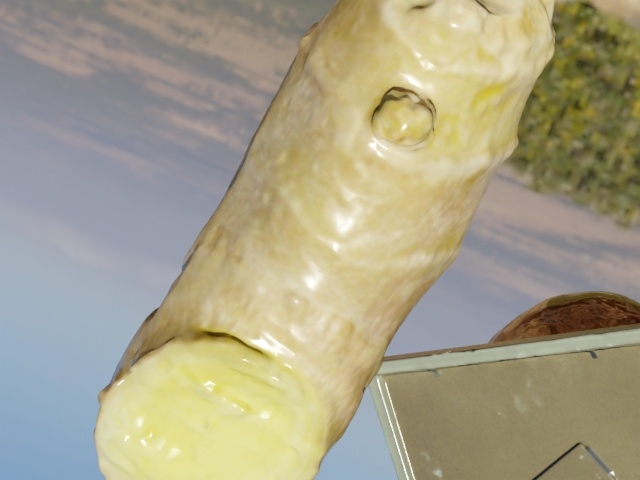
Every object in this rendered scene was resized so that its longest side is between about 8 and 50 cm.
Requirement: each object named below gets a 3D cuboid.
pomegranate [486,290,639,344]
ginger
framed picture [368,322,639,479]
[{"bbox_3d":[0.204,0.149,1.186,0.215,0.215,0.215,23,177,1],"label":"pomegranate"},{"bbox_3d":[0.000,0.000,0.781,0.126,0.354,0.190,33,-172,-5],"label":"ginger"},{"bbox_3d":[0.147,0.144,0.927,0.250,0.184,0.016,-13,-172,42],"label":"framed picture"}]
